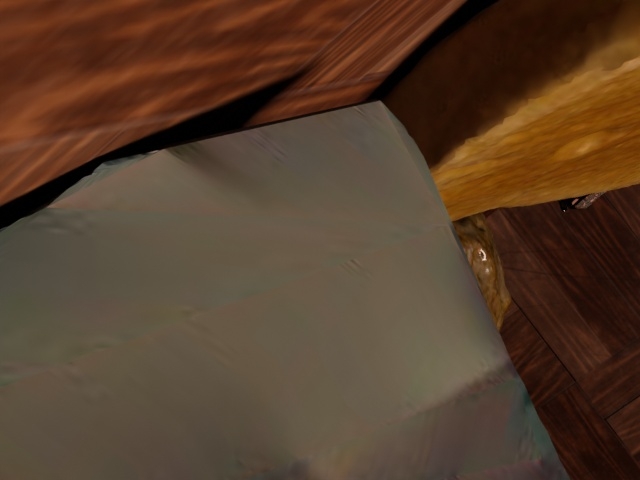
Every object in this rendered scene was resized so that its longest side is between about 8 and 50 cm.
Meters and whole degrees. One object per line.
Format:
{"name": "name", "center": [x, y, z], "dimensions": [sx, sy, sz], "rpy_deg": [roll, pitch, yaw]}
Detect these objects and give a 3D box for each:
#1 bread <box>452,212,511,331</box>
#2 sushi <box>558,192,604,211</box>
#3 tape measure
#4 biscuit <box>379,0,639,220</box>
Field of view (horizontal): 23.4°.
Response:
{"name": "bread", "center": [0.034, 0.064, 1.076], "dimensions": [0.230, 0.123, 0.230], "rpy_deg": [-37, 178, -1]}
{"name": "sushi", "center": [0.196, -0.077, 1.114], "dimensions": [0.098, 0.084, 0.094], "rpy_deg": [-45, 169, 28]}
{"name": "tape measure", "center": [-0.042, 0.127, 0.383], "dimensions": [0.138, 0.262, 0.259], "rpy_deg": [-27, -177, 44]}
{"name": "biscuit", "center": [0.181, -0.090, 0.607], "dimensions": [0.343, 0.057, 0.287], "rpy_deg": [-13, 168, -34]}
